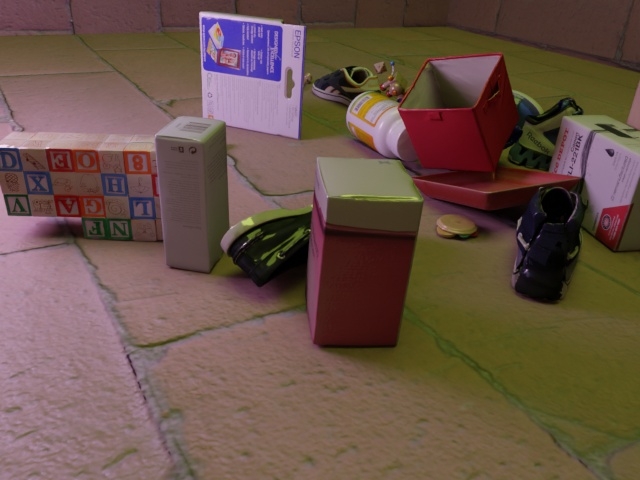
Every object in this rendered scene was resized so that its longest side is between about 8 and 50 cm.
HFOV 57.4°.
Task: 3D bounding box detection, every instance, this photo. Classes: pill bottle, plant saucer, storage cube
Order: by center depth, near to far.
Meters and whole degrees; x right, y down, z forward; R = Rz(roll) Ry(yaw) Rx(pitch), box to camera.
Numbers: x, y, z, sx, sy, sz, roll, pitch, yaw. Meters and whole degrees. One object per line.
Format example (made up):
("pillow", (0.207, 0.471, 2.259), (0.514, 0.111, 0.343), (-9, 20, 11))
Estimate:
("plant saucer", (0.371, -0.115, 1.264), (0.259, 0.047, 0.258), (-11, 17, -25))
("storage cube", (0.322, -0.289, 1.339), (0.215, 0.193, 0.183), (9, 57, 37))
("pill bottle", (0.179, -0.295, 1.528), (0.136, 0.136, 0.245), (-9, 31, -23))

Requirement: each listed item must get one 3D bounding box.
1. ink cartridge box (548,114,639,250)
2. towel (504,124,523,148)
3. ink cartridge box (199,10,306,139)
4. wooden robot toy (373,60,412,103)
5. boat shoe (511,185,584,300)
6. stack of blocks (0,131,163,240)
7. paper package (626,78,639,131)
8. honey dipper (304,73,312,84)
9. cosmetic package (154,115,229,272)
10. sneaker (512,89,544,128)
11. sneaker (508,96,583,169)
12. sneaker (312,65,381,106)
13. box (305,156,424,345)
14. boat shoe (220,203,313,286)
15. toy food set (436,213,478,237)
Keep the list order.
("ink cartridge box", (0.599, -0.128, 1.213), (0.114, 0.196, 0.273), (-2, 28, -11))
("towel", (0.364, -0.320, 1.564), (0.228, 0.076, 0.308), (-25, 41, -3))
("ink cartridge box", (-0.179, -0.450, 1.594), (0.307, 0.303, 0.072), (12, 30, 13))
("wooden robot toy", (0.202, -0.398, 1.555), (0.173, 0.076, 0.079), (40, 40, -19))
("boat shoe", (0.426, -0.037, 1.058), (0.127, 0.158, 0.340), (13, 29, 16))
("stack of blocks", (-0.395, -0.096, 1.037), (0.297, 0.171, 0.087), (1, 28, -4))
("paper package", (0.754, -0.158, 1.156), (0.168, 0.324, 0.309), (-1, 28, -12))
("honey dipper", (-0.057, -0.579, 2.143), (0.031, 0.030, 0.160), (7, 30, 6))
("cosmetic package", (-0.206, -0.076, 0.962), (0.086, 0.231, 0.117), (8, 28, 7))
("sneaker", (0.485, -0.371, 1.764), (0.323, 0.130, 0.236), (29, 53, 17))
("sneaker", (0.657, -0.265, 1.494), (0.316, 0.182, 0.127), (13, 31, 16))
("sneaker", (0.092, -0.531, 1.974), (0.126, 0.127, 0.321), (-19, 34, -34))
("box", (0.052, 0.014, 0.828), (0.127, 0.232, 0.148), (1, 28, -7))
("boat shoe", (0.001, -0.002, 0.991), (0.340, 0.127, 0.113), (-14, 62, -44))
("toy food set", (0.272, -0.028, 1.165), (0.083, 0.020, 0.083), (7, 28, 4))
